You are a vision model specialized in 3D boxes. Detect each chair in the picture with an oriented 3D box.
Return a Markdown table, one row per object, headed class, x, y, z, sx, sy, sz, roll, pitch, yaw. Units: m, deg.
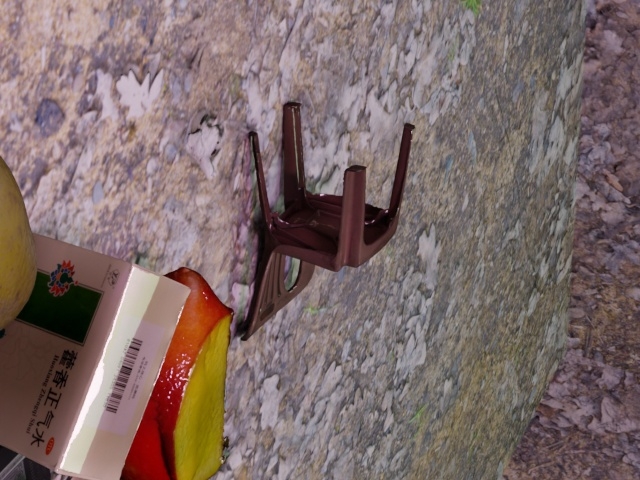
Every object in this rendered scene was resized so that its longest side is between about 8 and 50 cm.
| class | x | y | z | sx | sy | sz | roll | pitch | yaw |
| --- | --- | --- | --- | --- | --- | --- | --- | --- | --- |
| chair | 0.000 | 0.000 | 1.948 | 0.175 | 0.183 | 0.326 | -42 | 142 | -50 |

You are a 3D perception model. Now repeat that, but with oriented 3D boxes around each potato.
| class | x | y | z | sx | sy | sz | roll | pitch | yaw |
| --- | --- | --- | --- | --- | --- | --- | --- | --- | --- |
| potato | -0.322 | 0.004 | 1.241 | 0.174 | 0.159 | 0.251 | -42 | 160 | -9 |

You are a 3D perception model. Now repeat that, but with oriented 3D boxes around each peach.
| class | x | y | z | sx | sy | sz | roll | pitch | yaw |
| --- | --- | --- | --- | --- | --- | --- | --- | --- | --- |
| peach | -0.192 | 0.163 | 1.645 | 0.154 | 0.158 | 0.267 | -56 | 156 | -58 |

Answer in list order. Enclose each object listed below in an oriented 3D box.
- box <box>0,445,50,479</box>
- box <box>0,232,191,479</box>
| class | x | y | z | sx | sy | sz | roll | pitch | yaw |
| --- | --- | --- | --- | --- | --- | --- | --- | --- | --- |
| box | -0.336 | 0.259 | 1.558 | 0.126 | 0.027 | 0.125 | -50 | 149 | -42 |
| box | -0.246 | 0.116 | 1.456 | 0.095 | 0.168 | 0.212 | 28 | 79 | -52 |
